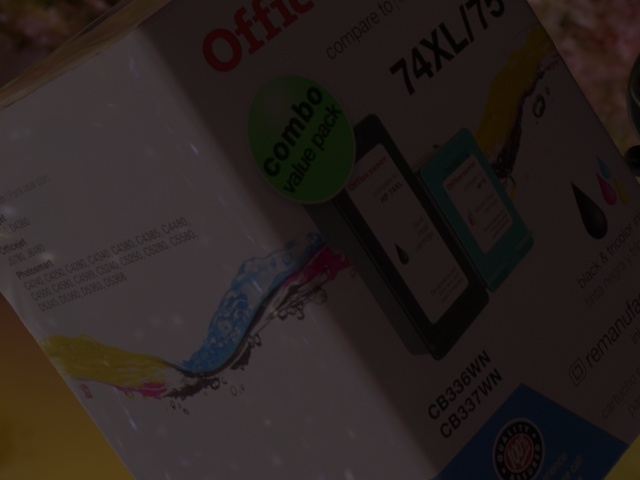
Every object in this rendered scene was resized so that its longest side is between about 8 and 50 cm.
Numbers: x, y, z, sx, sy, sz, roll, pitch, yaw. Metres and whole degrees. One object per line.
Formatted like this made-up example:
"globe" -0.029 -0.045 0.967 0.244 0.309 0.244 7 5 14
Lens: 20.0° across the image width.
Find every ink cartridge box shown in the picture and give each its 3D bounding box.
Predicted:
"ink cartridge box" 0.000 0.000 0.813 0.197 0.198 0.270 -19 109 50

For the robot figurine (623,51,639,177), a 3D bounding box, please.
"robot figurine" 0.441 -0.154 1.985 0.209 0.174 0.278 2 -176 30
